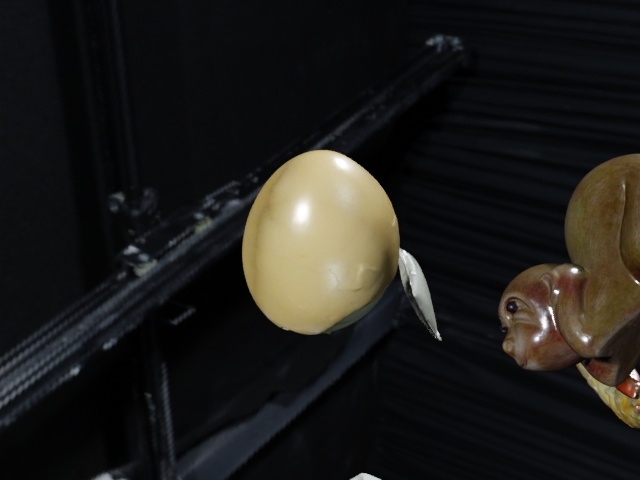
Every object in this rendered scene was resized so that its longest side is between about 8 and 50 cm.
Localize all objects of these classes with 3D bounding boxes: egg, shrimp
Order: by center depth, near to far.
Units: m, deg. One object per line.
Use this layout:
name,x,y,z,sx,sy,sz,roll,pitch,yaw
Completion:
shrimp,0.369,0.164,1.129,0.063,0.152,0.287,-36,0,-3
egg,0.000,0.000,1.203,0.201,0.201,0.244,-42,-38,-41

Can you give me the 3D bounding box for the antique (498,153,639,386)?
antique,0.273,0.025,0.914,0.257,0.143,0.121,-51,-36,-6

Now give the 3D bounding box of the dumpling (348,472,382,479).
dumpling,0.114,0.523,1.632,0.341,0.260,0.181,21,-99,-73

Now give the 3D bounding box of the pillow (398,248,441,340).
pillow,0.175,0.094,1.700,0.130,0.038,0.232,62,-172,-17
